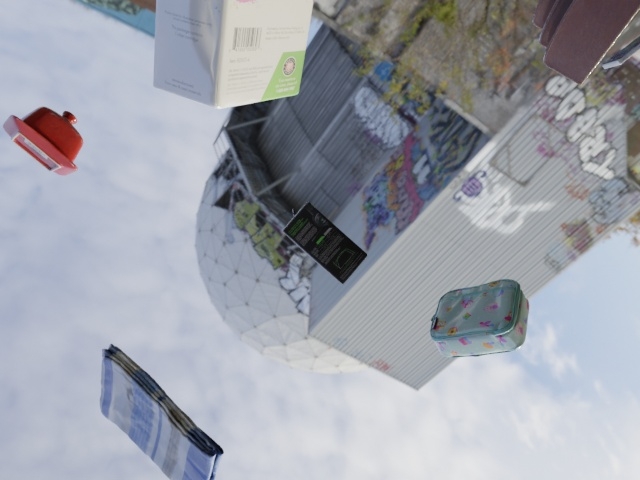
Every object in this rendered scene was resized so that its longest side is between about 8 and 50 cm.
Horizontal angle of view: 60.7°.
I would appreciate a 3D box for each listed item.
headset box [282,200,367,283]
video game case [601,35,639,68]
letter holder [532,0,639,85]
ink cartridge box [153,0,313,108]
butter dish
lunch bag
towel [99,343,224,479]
[{"bbox_3d":[0.000,0.000,1.857,0.283,0.131,0.246,41,178,-3],"label":"headset box"},{"bbox_3d":[0.594,-0.368,1.018,0.011,0.122,0.087,50,-165,-4],"label":"video game case"},{"bbox_3d":[0.637,-0.572,1.310,0.214,0.302,0.152,33,-121,9],"label":"letter holder"},{"bbox_3d":[-0.099,-0.370,0.714,0.119,0.354,0.207,24,-151,22],"label":"ink cartridge box"},{"bbox_3d":[-0.572,-0.229,1.173,0.160,0.159,0.118,46,-115,-28],"label":"butter dish"},{"bbox_3d":[0.462,0.225,1.610,0.108,0.279,0.224,52,-136,-26],"label":"lunch bag"},{"bbox_3d":[-0.292,0.332,0.962,0.285,0.209,0.034,36,-140,19],"label":"towel"}]
